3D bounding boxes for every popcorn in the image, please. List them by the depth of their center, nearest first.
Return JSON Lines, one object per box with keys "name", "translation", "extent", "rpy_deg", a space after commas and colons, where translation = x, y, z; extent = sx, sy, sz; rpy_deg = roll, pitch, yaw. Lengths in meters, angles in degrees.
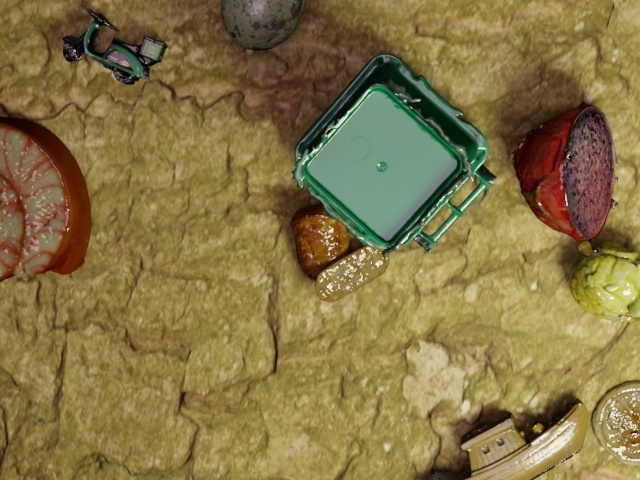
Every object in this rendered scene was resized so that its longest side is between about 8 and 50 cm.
{"name": "popcorn", "translation": [0.485, 0.074, 1.758], "extent": [0.135, 0.162, 0.141], "rpy_deg": [0, 141, -24]}

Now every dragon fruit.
{"name": "dragon fruit", "translation": [0.381, -0.108, 1.730], "extent": [0.148, 0.219, 0.224], "rpy_deg": [3, 142, 35]}

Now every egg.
{"name": "egg", "translation": [-0.090, -0.396, 1.750], "extent": [0.132, 0.132, 0.172], "rpy_deg": [31, 90, 1]}

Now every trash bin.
{"name": "trash bin", "translation": [0.115, -0.113, 1.643], "extent": [0.295, 0.381, 0.259], "rpy_deg": [42, 102, -1]}

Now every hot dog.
{"name": "hot dog", "translation": [0.001, 0.001, 1.831], "extent": [0.099, 0.065, 0.147], "rpy_deg": [-10, 120, 7]}

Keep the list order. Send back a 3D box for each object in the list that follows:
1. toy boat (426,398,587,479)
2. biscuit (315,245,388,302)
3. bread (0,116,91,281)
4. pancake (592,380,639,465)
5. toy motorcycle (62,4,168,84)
{"name": "toy boat", "translation": [0.321, 0.368, 1.845], "extent": [0.321, 0.089, 0.121], "rpy_deg": [-33, 82, 10]}
{"name": "biscuit", "translation": [0.055, 0.055, 1.830], "extent": [0.147, 0.018, 0.071], "rpy_deg": [-29, 119, -15]}
{"name": "bread", "translation": [-0.577, -0.070, 1.864], "extent": [0.327, 0.114, 0.295], "rpy_deg": [-7, 98, 9]}
{"name": "pancake", "translation": [0.551, 0.320, 1.841], "extent": [0.151, 0.025, 0.152], "rpy_deg": [1, 97, 7]}
{"name": "toy motorcycle", "translation": [-0.361, -0.332, 1.830], "extent": [0.173, 0.058, 0.100], "rpy_deg": [23, 94, 1]}
